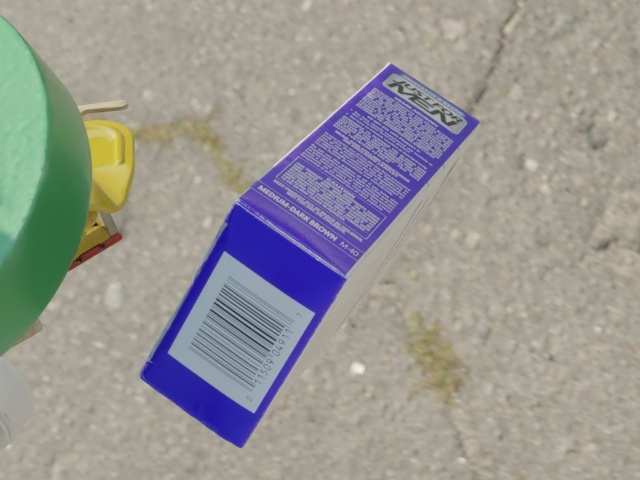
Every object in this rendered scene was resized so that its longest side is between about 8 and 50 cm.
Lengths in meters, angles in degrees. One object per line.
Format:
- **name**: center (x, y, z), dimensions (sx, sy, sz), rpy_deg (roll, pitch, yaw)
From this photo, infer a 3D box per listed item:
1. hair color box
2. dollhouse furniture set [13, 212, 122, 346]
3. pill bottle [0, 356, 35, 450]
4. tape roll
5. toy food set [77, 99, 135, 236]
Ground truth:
- **hair color box**: center (0.000, 0.000, 1.343), dimensions (0.110, 0.339, 0.185), rpy_deg (35, 121, 7)
- **dollhouse furniture set**: center (-0.431, 0.091, 2.066), dimensions (0.201, 0.374, 0.152), rpy_deg (-4, 114, 56)
- **pill bottle**: center (-0.468, 0.279, 1.652), dimensions (0.229, 0.229, 0.407), rpy_deg (9, 53, 36)
- **tape roll**: center (-0.329, -0.033, 1.216), dimensions (0.321, 0.077, 0.321), rpy_deg (-7, 64, 15)
- **toy food set**: center (-0.259, -0.069, 1.834), dimensions (0.128, 0.071, 0.218), rpy_deg (-11, 35, 2)
